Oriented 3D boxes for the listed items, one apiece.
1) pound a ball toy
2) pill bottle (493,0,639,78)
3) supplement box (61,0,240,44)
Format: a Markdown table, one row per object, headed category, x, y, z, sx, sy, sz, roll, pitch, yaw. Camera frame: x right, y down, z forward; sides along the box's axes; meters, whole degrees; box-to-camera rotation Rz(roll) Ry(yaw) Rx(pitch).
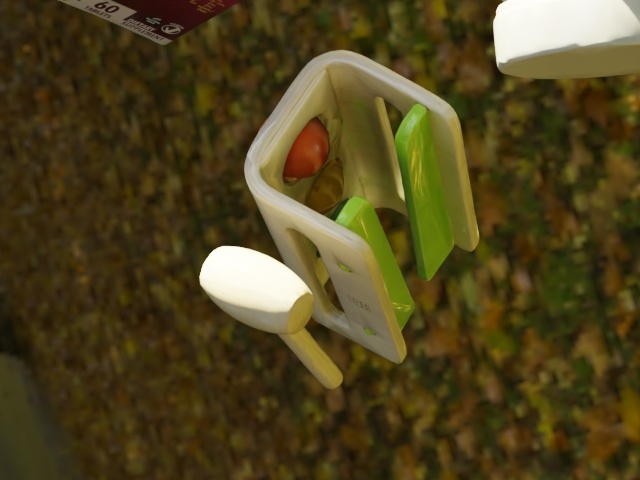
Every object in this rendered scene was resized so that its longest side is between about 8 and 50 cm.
| category | x | y | z | sx | sy | sz | roll | pitch | yaw |
| --- | --- | --- | --- | --- | --- | --- | --- | --- | --- |
| pound a ball toy | 0.000 | 0.000 | 1.282 | 0.136 | 0.208 | 0.319 | 29 | 167 | 18 |
| pill bottle | 0.165 | -0.247 | 1.082 | 0.162 | 0.162 | 0.278 | 163 | 104 | -74 |
| supplement box | -0.085 | -0.220 | 1.176 | 0.239 | 0.130 | 0.073 | -22 | 57 | 47 |
